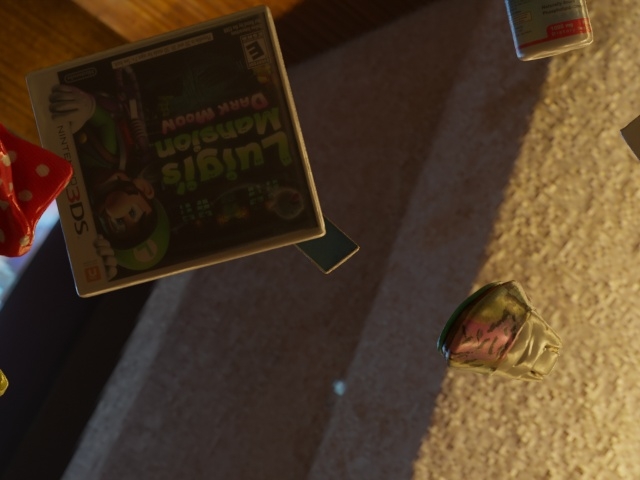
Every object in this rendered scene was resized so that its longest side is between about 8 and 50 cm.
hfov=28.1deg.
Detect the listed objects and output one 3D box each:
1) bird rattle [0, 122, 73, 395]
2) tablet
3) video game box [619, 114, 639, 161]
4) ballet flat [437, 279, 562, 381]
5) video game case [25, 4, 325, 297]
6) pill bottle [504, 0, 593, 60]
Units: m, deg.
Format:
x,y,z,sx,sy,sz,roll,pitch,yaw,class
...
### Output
x,y,z,sx,sy,sz,roll,pitch,yaw,class
-0.273,0.018,0.756,0.143,0.207,0.254,-81,-174,-63,bird rattle
0.000,0.000,1.518,0.054,0.006,0.083,-37,-122,-18,tablet
0.397,-0.047,1.190,0.187,0.205,0.048,-19,160,-40,video game box
0.146,0.073,0.981,0.077,0.079,0.221,-55,169,8,ballet flat
-0.107,-0.064,0.938,0.190,0.173,0.022,-15,178,8,video game case
0.246,-0.287,1.429,0.087,0.087,0.160,-9,-84,58,pill bottle
